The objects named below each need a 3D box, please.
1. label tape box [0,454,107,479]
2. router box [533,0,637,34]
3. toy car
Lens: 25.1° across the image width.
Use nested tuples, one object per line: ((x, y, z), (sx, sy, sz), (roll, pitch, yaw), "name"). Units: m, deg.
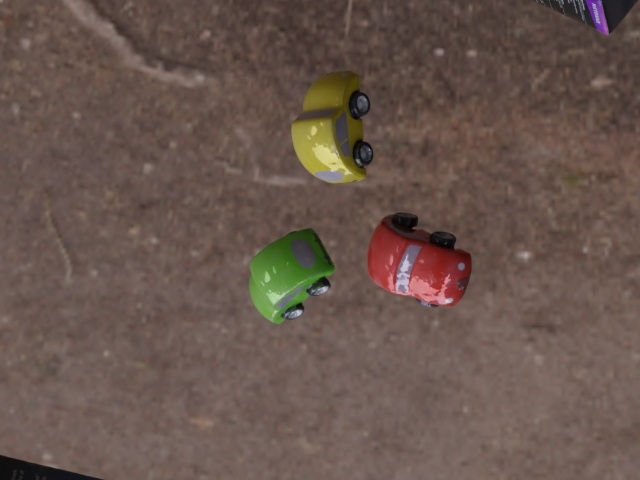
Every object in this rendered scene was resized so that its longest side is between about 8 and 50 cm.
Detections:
((-0.328, 0.334, 1.394), (0.333, 0.241, 0.106), (16, 135, -11), "label tape box")
((0.205, -0.248, 1.043), (0.133, 0.179, 0.046), (33, 167, 34), "router box")
((0.000, 0.000, 1.248), (0.053, 0.239, 0.225), (-5, 148, -47), "toy car")
